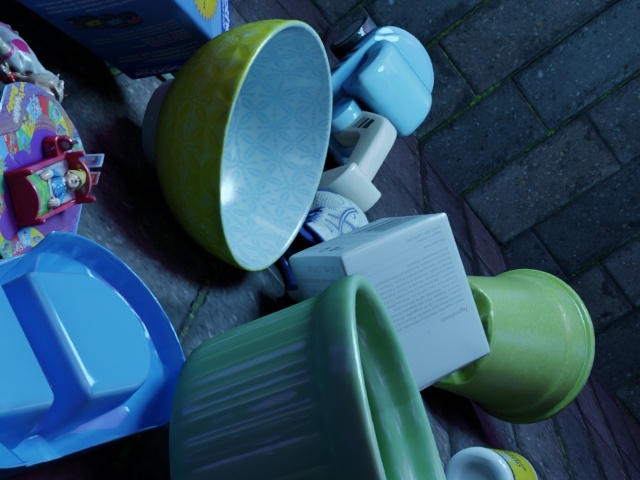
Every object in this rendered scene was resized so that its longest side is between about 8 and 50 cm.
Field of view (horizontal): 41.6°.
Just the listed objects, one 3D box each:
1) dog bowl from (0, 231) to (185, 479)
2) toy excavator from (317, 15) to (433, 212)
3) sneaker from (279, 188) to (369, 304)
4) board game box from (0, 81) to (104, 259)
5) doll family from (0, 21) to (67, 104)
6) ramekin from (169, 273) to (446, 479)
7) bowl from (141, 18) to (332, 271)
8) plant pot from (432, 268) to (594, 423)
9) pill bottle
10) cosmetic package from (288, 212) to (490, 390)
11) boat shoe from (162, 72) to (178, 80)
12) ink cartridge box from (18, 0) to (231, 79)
[{"bbox_3d":[-0.205,0.078,0.559,0.165,0.074,0.297,59,18,14],"label":"dog bowl"},{"bbox_3d":[0.083,-0.234,1.607,0.222,0.433,0.445,48,-10,-21],"label":"toy excavator"},{"bbox_3d":[0.000,0.000,1.190,0.131,0.112,0.296,43,20,-33],"label":"sneaker"},{"bbox_3d":[-0.220,-0.050,0.698,0.133,0.033,0.168,61,27,-57],"label":"board game box"},{"bbox_3d":[-0.314,-0.157,0.698,0.163,0.118,0.263,52,-2,14],"label":"doll family"},{"bbox_3d":[0.005,0.190,0.656,0.303,0.148,0.303,-18,90,-80],"label":"ramekin"},{"bbox_3d":[-0.113,-0.120,0.988,0.156,0.289,0.289,14,5,19],"label":"bowl"},{"bbox_3d":[0.274,0.164,1.417,0.254,0.276,0.276,16,40,-46],"label":"plant pot"},{"bbox_3d":[0.250,0.349,1.202,0.184,0.103,0.103,27,32,-57],"label":"pill bottle"},{"bbox_3d":[0.081,0.078,1.021,0.151,0.152,0.183,-5,-74,65],"label":"cosmetic package"},{"bbox_3d":[-0.196,-0.280,1.232,0.305,0.091,0.109,28,31,-56],"label":"boat shoe"},{"bbox_3d":[-0.213,-0.355,0.948,0.395,0.151,0.269,31,53,-77],"label":"ink cartridge box"}]
